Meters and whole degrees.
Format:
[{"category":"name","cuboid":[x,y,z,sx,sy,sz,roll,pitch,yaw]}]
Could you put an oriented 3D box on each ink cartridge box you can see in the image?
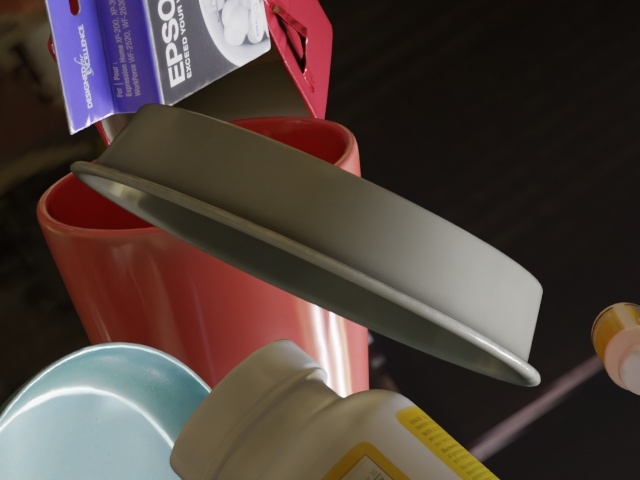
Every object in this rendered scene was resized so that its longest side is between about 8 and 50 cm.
[{"category":"ink cartridge box","cuboid":[-0.115,-0.198,1.346,0.045,0.206,0.208,3,-157,30]}]

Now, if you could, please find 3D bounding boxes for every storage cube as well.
[{"category":"storage cube","cuboid":[-0.108,-0.184,1.783,0.215,0.184,0.193,-18,-146,16]}]

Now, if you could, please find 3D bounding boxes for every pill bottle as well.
[{"category":"pill bottle","cuboid":[0.298,0.105,1.890,0.065,0.065,0.116,-33,-166,7]},{"category":"pill bottle","cuboid":[0.029,0.127,0.807,0.103,0.184,0.103,-43,163,-17]}]

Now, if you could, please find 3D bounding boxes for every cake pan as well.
[{"category":"cake pan","cuboid":[0.000,0.000,1.135,0.293,0.293,0.054,159,-45,-82]}]

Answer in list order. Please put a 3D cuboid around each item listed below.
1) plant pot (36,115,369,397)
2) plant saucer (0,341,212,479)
[{"category":"plant pot","cuboid":[-0.076,0.053,1.643,0.274,0.243,0.275,-12,-161,4]},{"category":"plant saucer","cuboid":[-0.133,0.220,1.193,0.043,0.318,0.317,-4,-161,33]}]
